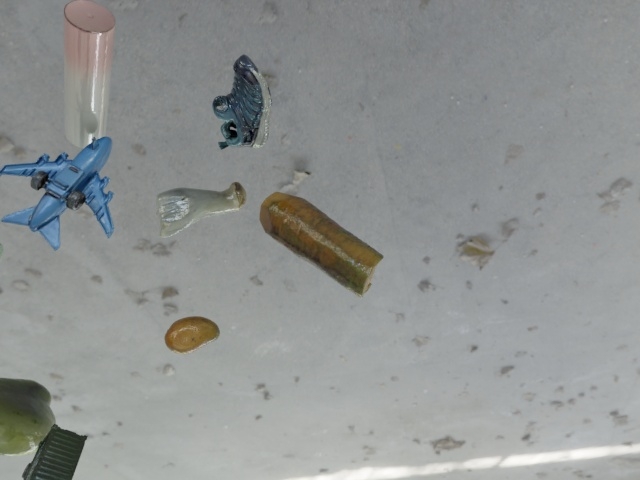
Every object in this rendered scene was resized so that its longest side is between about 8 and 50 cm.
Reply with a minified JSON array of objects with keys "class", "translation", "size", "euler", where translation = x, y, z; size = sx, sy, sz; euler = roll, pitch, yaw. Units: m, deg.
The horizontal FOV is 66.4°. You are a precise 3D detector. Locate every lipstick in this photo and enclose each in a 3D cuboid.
[{"class":"lipstick","translation":[-0.480,-0.325,1.008],"size":[0.087,0.087,0.327],"euler":[17,144,-17]}]

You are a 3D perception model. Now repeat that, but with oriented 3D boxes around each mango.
[{"class":"mango","translation":[-0.409,0.293,1.546],"size":[0.165,0.115,0.089],"euler":[-27,170,-16]}]

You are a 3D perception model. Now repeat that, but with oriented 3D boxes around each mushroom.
[{"class":"mushroom","translation":[-0.414,-0.117,1.698],"size":[0.329,0.159,0.122],"euler":[-15,180,-28]}]

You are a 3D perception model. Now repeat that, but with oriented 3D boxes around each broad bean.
[{"class":"broad bean","translation":[-0.795,0.449,1.265],"size":[0.238,0.291,0.119],"euler":[42,83,-7]}]

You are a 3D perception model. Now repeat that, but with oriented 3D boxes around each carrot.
[{"class":"carrot","translation":[0.000,0.000,1.024],"size":[0.302,0.114,0.114],"euler":[34,140,25]}]

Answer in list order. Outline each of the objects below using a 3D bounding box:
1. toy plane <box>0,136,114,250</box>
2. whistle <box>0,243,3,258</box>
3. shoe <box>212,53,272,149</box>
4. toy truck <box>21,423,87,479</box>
[{"class":"toy plane","translation":[-0.526,-0.120,1.030],"size":[0.254,0.271,0.105],"euler":[30,163,-7]},{"class":"whistle","translation":[-0.538,0.024,0.717],"size":[0.253,0.105,0.102],"euler":[2,168,39]},{"class":"shoe","translation":[-0.156,-0.260,0.955],"size":[0.106,0.091,0.207],"euler":[-16,147,-24]},{"class":"toy truck","translation":[-0.567,0.521,0.980],"size":[0.088,0.259,0.121],"euler":[33,114,-23]}]
